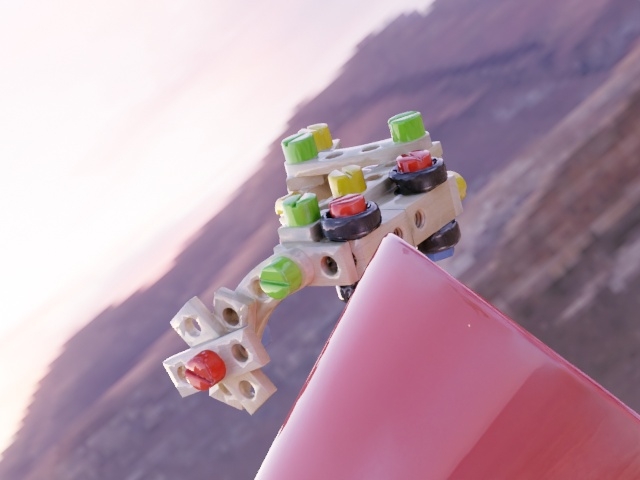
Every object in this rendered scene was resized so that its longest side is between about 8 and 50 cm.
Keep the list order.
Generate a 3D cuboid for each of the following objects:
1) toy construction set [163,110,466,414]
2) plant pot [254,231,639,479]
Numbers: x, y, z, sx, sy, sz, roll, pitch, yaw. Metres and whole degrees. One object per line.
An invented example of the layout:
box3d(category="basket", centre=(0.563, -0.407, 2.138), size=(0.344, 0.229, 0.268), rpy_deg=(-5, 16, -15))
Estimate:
box3d(category="toy construction set", centre=(0.000, 0.000, 1.641), size=(0.215, 0.151, 0.328), rpy_deg=(-2, 35, 37))
box3d(category="plant pot", centre=(0.083, 0.168, 1.336), size=(0.243, 0.275, 0.275), rpy_deg=(-53, -3, 3))
